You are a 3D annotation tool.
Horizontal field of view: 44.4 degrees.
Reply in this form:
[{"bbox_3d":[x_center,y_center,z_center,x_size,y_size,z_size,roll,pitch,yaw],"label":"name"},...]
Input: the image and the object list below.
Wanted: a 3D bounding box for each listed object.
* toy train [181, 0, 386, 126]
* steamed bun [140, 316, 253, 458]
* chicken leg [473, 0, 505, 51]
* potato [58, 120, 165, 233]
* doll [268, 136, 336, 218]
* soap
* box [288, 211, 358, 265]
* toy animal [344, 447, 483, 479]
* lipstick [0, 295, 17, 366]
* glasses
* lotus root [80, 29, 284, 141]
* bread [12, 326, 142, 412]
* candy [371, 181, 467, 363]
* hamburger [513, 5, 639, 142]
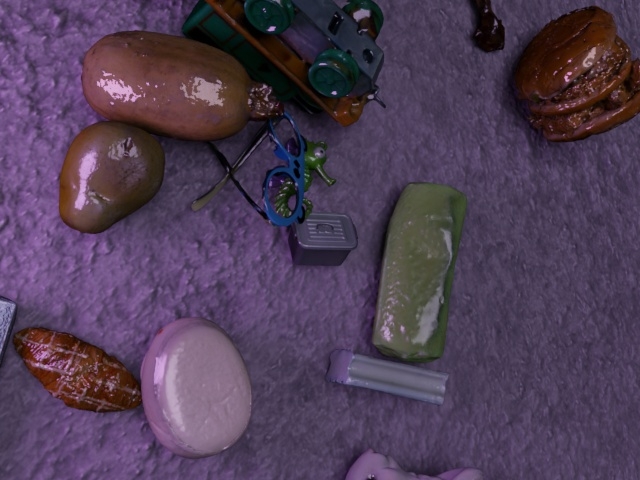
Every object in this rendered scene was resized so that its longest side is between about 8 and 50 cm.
[{"bbox_3d":[-0.063,-0.356,1.368,0.429,0.249,0.178,39,54,-25],"label":"toy train"},{"bbox_3d":[-0.211,0.242,1.296,0.177,0.131,0.228,-12,87,-31],"label":"steamed bun"},{"bbox_3d":[0.327,-0.540,1.618,0.113,0.093,0.304,-23,96,-32],"label":"chicken leg"},{"bbox_3d":[-0.346,-0.098,1.280,0.157,0.157,0.194,31,82,-14],"label":"potato"},{"bbox_3d":[-0.033,-0.113,1.428,0.115,0.050,0.190,23,58,5],"label":"doll"},{"bbox_3d":[0.122,0.249,1.427,0.198,0.114,0.063,15,79,-19],"label":"soap"},{"bbox_3d":[0.000,0.000,1.424,0.122,0.069,0.084,2,50,-20],"label":"box"},{"bbox_3d":[0.206,0.514,1.408,0.357,0.194,0.257,13,103,-3],"label":"toy animal"},{"bbox_3d":[-0.542,0.223,1.205,0.077,0.076,0.289,18,78,-16],"label":"lipstick"},{"bbox_3d":[-0.127,-0.122,1.352,0.207,0.102,0.239,-4,61,3],"label":"glasses"},{"bbox_3d":[-0.228,-0.253,1.305,0.343,0.151,0.169,12,68,4],"label":"lotus root"},{"bbox_3d":[-0.392,0.214,1.264,0.233,0.076,0.105,33,72,-12],"label":"bread"},{"bbox_3d":[0.187,0.058,1.475,0.142,0.132,0.343,7,76,24],"label":"candy"},{"bbox_3d":[0.520,-0.331,1.593,0.211,0.245,0.260,50,29,-24],"label":"hamburger"}]
